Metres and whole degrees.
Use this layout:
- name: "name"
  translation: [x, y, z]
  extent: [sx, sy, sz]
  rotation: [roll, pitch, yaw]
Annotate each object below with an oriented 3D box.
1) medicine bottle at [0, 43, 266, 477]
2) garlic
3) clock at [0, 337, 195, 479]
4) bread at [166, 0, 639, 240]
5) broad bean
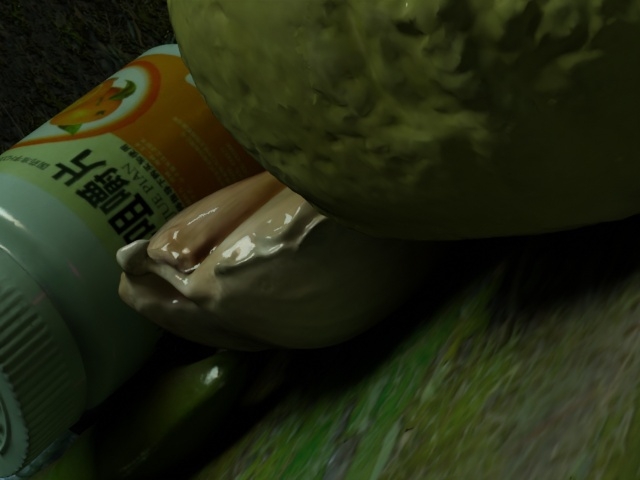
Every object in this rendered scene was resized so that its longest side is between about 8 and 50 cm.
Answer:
- name: "medicine bottle"
  translation: [-0.129, -0.007, 1.204]
  extent: [0.318, 0.158, 0.158]
  rotation: [-42, 6, -37]
- name: "garlic"
  translation: [0.000, 0.000, 1.074]
  extent: [0.228, 0.110, 0.217]
  rotation: [-28, 0, -17]
- name: "clock"
  translation: [-0.157, 0.095, 1.361]
  extent: [0.194, 0.100, 0.195]
  rotation: [-48, 8, 10]
- name: "bread"
  translation: [0.078, -0.155, 0.886]
  extent: [0.320, 0.237, 0.320]
  rotation: [-26, 30, 16]
- name: "broad bean"
  translation: [-0.134, 0.140, 1.221]
  extent: [0.075, 0.067, 0.325]
  rotation: [-15, -18, -47]
